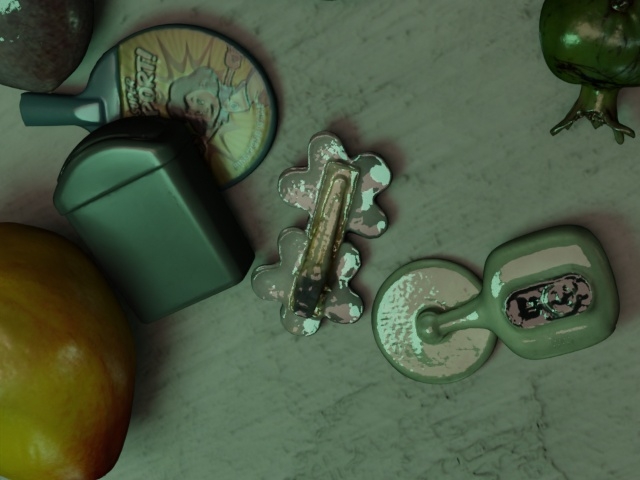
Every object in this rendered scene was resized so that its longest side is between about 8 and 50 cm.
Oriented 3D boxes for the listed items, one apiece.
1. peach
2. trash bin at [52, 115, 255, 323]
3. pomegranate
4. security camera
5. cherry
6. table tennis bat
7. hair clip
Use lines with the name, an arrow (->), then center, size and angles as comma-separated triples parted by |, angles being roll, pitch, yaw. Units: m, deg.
peach -> -0.357, 0.144, 1.524 | 0.308, 0.289, 0.289 | 38, 110, -27
trash bin -> -0.206, -0.033, 1.514 | 0.177, 0.101, 0.236 | -24, 109, 19
pomegranate -> 0.306, -0.199, 1.365 | 0.152, 0.131, 0.191 | 14, 112, 7
security camera -> 0.199, 0.082, 1.478 | 0.302, 0.080, 0.157 | -18, 98, 19
cherry -> -0.371, -0.298, 1.475 | 0.213, 0.183, 0.266 | -6, 110, 28
table tennis bat -> -0.213, -0.159, 1.542 | 0.329, 0.044, 0.215 | 3, 107, 12
hair clip -> 0.002, -0.002, 1.511 | 0.146, 0.075, 0.257 | 17, 98, 7
